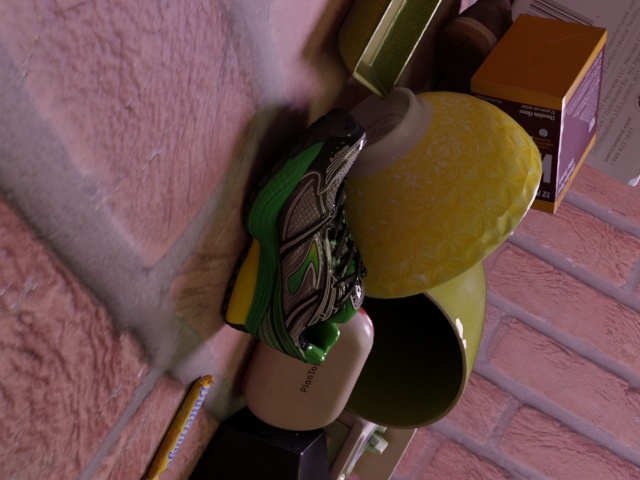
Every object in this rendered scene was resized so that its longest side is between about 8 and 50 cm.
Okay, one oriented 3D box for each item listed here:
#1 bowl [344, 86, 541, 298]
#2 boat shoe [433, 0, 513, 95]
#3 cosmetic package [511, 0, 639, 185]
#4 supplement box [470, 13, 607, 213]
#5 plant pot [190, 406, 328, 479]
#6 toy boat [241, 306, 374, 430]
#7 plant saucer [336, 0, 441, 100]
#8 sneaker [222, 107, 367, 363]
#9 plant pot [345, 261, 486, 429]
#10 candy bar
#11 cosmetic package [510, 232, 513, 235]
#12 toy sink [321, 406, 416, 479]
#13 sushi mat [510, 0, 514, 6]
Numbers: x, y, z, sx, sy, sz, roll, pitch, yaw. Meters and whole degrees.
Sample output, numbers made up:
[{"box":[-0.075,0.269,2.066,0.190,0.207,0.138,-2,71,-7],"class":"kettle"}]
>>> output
[{"box":[0.101,-0.089,1.242,0.156,0.289,0.289,51,62,-31],"class":"bowl"},{"box":[0.247,-0.262,1.594,0.123,0.123,0.342,-56,160,-15],"class":"boat shoe"},{"box":[0.522,-0.362,1.859,0.394,0.327,0.329,-43,159,-56],"class":"cosmetic package"},{"box":[0.305,-0.180,1.461,0.191,0.129,0.194,-52,148,-40],"class":"supplement box"},{"box":[-0.087,0.354,1.550,0.188,0.188,0.166,-20,125,-71],"class":"plant pot"},{"box":[-0.024,0.155,1.482,0.151,0.151,0.231,-98,-153,-60],"class":"toy boat"},{"box":[0.080,-0.256,1.120,0.188,0.045,0.188,-61,167,6],"class":"plant saucer"},{"box":[0.000,0.000,1.148,0.134,0.146,0.343,-48,162,-42],"class":"sneaker"},{"box":[0.158,0.113,1.683,0.293,0.275,0.274,-39,156,-53],"class":"plant pot"},{"box":[-0.175,0.234,1.279,0.161,0.018,0.040,-61,167,8],"class":"candy bar"},{"box":[0.212,-0.078,1.645,0.296,0.129,0.153,1,89,-66],"class":"cosmetic package"},{"box":[0.018,0.318,1.712,0.152,0.234,0.131,-65,167,22],"class":"toy sink"},{"box":[0.381,-0.460,1.886,0.151,0.019,0.316,-59,167,-11],"class":"sushi mat"}]
